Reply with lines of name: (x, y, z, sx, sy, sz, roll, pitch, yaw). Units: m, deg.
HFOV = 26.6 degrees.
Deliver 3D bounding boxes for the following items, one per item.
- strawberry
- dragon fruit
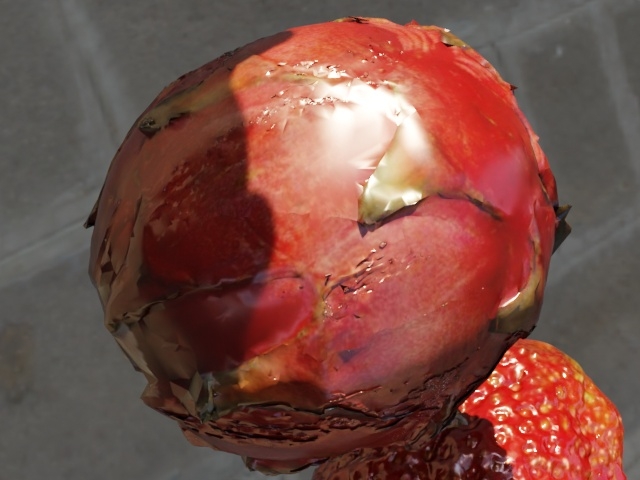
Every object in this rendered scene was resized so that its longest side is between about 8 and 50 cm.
strawberry: (0.130, 0.210, 1.090, 0.257, 0.257, 0.277, 36, 85, -32)
dragon fruit: (0.000, 0.000, 0.891, 0.302, 0.295, 0.295, -35, 112, -5)
